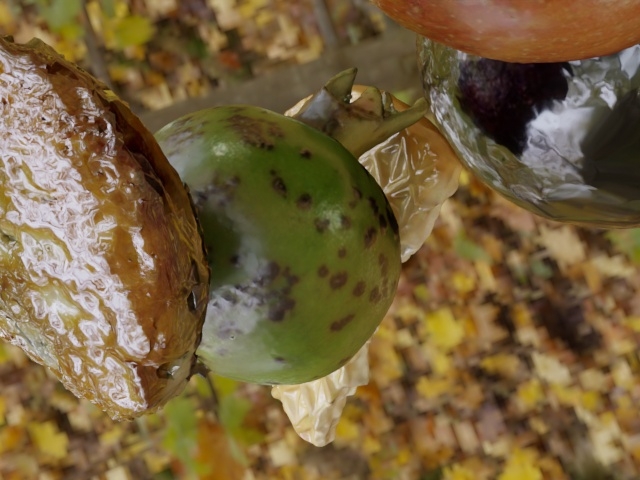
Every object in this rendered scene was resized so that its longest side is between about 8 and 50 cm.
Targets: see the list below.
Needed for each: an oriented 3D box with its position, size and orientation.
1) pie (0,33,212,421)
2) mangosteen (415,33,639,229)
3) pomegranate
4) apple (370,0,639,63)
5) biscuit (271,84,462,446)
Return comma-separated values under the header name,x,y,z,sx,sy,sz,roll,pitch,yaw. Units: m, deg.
name,x,y,z,sx,sy,sz,roll,pitch,yaw
pie,-0.190,-0.032,0.997,0.308,0.085,0.308,31,146,23
mangosteen,0.230,-0.222,1.371,0.435,0.382,0.382,46,179,-8
pomegranate,-0.032,-0.019,1.153,0.211,0.263,0.211,30,166,8
apple,0.098,-0.251,0.998,0.277,0.250,0.309,-60,-44,-70
biscuit,0.000,0.000,1.320,0.204,0.040,0.309,55,137,35
